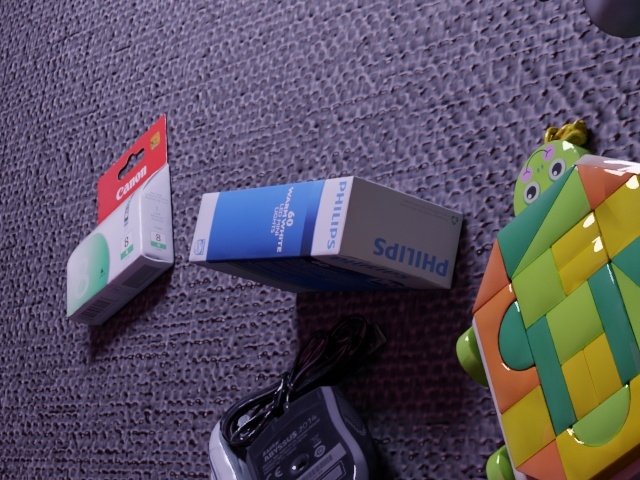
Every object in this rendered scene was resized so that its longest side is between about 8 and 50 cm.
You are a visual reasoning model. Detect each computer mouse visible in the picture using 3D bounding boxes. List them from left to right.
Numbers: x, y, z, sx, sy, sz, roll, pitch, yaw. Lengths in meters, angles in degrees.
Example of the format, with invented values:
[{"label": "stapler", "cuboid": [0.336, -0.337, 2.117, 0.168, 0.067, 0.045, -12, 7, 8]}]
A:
[{"label": "computer mouse", "cuboid": [0.005, 0.202, 1.424, 0.188, 0.072, 0.272, -38, 29, 14]}]

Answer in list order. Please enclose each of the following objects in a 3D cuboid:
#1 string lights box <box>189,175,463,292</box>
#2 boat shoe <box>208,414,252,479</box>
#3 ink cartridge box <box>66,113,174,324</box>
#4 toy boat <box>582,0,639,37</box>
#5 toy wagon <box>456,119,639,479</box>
[{"label": "string lights box", "cuboid": [0.000, 0.000, 1.498, 0.259, 0.133, 0.077, -4, 72, 55]}, {"label": "boat shoe", "cuboid": [-0.079, 0.250, 1.516, 0.076, 0.083, 0.226, -61, 16, 18]}, {"label": "ink cartridge box", "cuboid": [-0.254, -0.030, 1.964, 0.181, 0.056, 0.225, -38, 48, 41]}, {"label": "toy boat", "cuboid": [0.289, -0.114, 1.072, 0.318, 0.148, 0.268, -106, 16, -55]}, {"label": "toy wagon", "cuboid": [0.208, 0.042, 1.233, 0.267, 0.068, 0.344, -45, 43, 36]}]
